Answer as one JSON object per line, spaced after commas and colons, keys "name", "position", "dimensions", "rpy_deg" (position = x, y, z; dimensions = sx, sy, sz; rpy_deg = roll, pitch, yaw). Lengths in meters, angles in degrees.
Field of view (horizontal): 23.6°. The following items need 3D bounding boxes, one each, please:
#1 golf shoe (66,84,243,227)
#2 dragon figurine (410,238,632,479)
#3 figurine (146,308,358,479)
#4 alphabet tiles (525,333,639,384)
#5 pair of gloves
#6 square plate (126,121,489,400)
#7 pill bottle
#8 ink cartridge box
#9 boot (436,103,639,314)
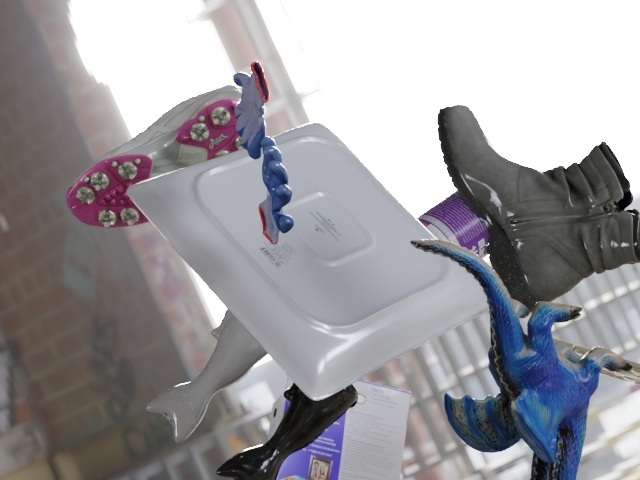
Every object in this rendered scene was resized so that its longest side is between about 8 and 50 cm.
{"name": "golf shoe", "position": [-0.214, -0.119, 2.148], "dimensions": [0.306, 0.115, 0.140], "rpy_deg": [-25, 26, 12]}
{"name": "dragon figurine", "position": [0.157, 0.123, 1.202], "dimensions": [0.085, 0.289, 0.144], "rpy_deg": [7, 61, 45]}
{"name": "figurine", "position": [-0.096, 0.216, 2.039], "dimensions": [0.209, 0.215, 0.092], "rpy_deg": [-47, -14, -17]}
{"name": "alphabet tiles", "position": [0.405, 0.170, 1.891], "dimensions": [0.342, 0.011, 0.285], "rpy_deg": [16, -5, 28]}
{"name": "pair of gloves", "position": [-0.063, -0.094, 1.602], "dimensions": [0.023, 0.198, 0.159], "rpy_deg": [-12, -17, -12]}
{"name": "square plate", "position": [0.000, 0.000, 1.828], "dimensions": [0.344, 0.347, 0.049], "rpy_deg": [-23, -28, -45]}
{"name": "pill bottle", "position": [0.209, -0.015, 2.276], "dimensions": [0.193, 0.108, 0.108], "rpy_deg": [-34, 2, -30]}
{"name": "ink cartridge box", "position": [0.023, 0.296, 2.178], "dimensions": [0.206, 0.208, 0.045], "rpy_deg": [17, -18, -23]}
{"name": "boot", "position": [0.230, -0.059, 1.565], "dimensions": [0.161, 0.246, 0.083], "rpy_deg": [-31, -20, 21]}
